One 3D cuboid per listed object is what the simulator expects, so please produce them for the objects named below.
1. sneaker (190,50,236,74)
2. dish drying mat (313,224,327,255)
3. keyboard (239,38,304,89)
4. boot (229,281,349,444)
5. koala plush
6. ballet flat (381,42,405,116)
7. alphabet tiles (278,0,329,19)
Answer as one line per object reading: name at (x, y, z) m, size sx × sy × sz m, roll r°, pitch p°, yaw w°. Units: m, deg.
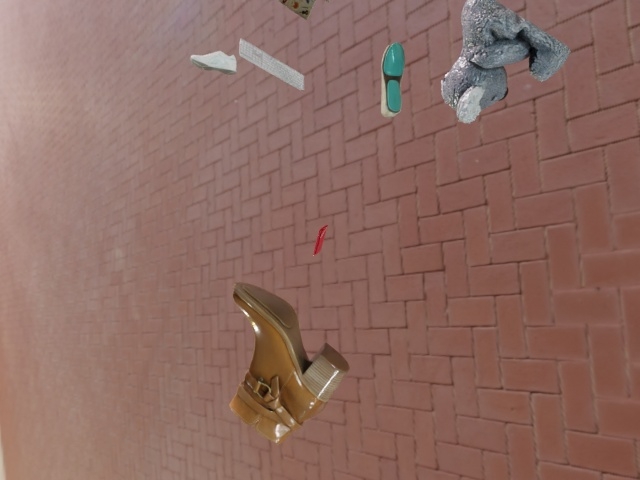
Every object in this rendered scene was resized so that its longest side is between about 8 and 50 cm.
sneaker at (-0.345, -0.581, 1.906) m, size 0.054 × 0.152 × 0.061 m, roll 173°, pitch 103°, yaw -68°
dish drying mat at (0.000, 0.000, 1.400) m, size 0.008 × 0.032 × 0.083 m, roll 31°, pitch 136°, yaw 17°
keyboard at (-0.157, -0.578, 1.942) m, size 0.014 × 0.256 × 0.072 m, roll -28°, pitch 50°, yaw 45°
boot at (-0.077, 0.164, 0.784) m, size 0.197 × 0.073 × 0.152 m, roll 43°, pitch 107°, yaw 12°
koala plush at (0.324, -0.348, 1.173) m, size 0.221 × 0.203 × 0.196 m, roll -57°, pitch 21°, yaw 27°
ballet flat at (0.154, -0.358, 1.319) m, size 0.052 × 0.057 × 0.168 m, roll 167°, pitch 109°, yaw -70°
alphabet tiles at (-0.034, -0.798, 1.761) m, size 0.198 × 0.009 × 0.237 m, roll 38°, pitch 121°, yaw 14°
